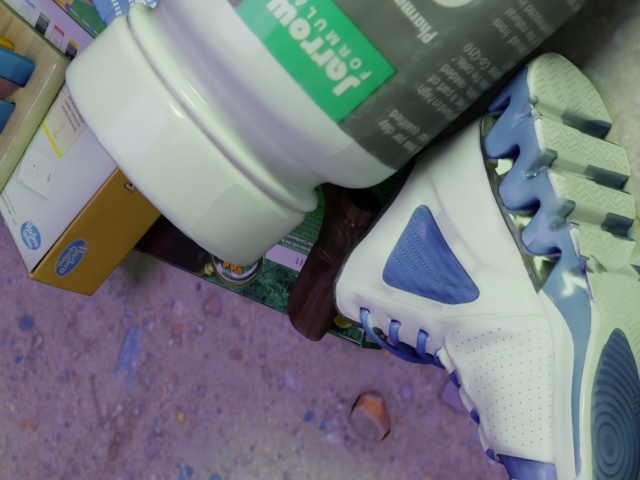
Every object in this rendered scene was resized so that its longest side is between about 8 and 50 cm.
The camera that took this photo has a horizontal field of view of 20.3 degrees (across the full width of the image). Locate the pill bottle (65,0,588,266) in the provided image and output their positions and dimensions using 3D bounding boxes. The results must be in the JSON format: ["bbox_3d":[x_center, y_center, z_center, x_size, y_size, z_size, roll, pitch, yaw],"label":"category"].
[{"bbox_3d":[0.032,-0.162,1.088,0.361,0.204,0.204,-42,59,10],"label":"pill bottle"}]

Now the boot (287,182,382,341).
[{"bbox_3d":[0.000,0.000,1.209,0.106,0.037,0.114,-110,35,-54],"label":"boot"}]

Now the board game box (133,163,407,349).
[{"bbox_3d":[-0.040,-0.026,1.283,0.259,0.030,0.136,22,95,38],"label":"board game box"}]

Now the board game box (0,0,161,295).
[{"bbox_3d":[-0.141,-0.153,1.327,0.316,0.064,0.242,-47,50,20],"label":"board game box"}]

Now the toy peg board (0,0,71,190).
[{"bbox_3d":[-0.291,-0.110,1.348,0.160,0.079,0.161,41,104,43],"label":"toy peg board"}]

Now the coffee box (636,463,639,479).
[{"bbox_3d":[0.238,0.092,0.994,0.040,0.113,0.184,13,93,60],"label":"coffee box"}]

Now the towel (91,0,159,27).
[{"bbox_3d":[-0.049,-0.302,1.239,0.336,0.040,0.243,-35,52,6],"label":"towel"}]

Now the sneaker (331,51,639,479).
[{"bbox_3d":[0.111,0.060,1.103,0.182,0.127,0.316,-25,62,37],"label":"sneaker"}]
